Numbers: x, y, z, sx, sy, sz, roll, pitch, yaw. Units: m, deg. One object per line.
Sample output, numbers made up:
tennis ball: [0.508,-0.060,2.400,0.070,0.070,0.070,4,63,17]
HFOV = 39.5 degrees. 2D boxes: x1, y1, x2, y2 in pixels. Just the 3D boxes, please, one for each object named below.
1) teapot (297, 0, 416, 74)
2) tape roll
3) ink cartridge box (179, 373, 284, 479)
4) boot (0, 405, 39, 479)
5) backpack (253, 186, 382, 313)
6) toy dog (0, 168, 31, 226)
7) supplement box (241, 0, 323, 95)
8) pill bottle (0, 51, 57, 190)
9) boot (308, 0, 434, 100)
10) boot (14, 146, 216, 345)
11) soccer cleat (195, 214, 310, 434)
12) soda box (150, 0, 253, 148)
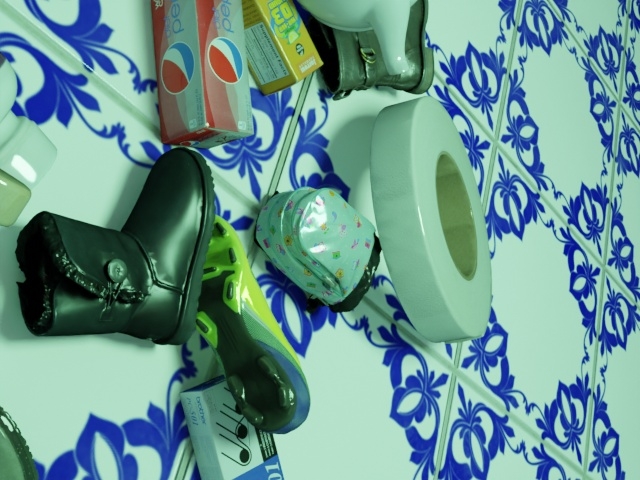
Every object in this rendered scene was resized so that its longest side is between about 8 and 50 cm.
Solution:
teapot: [0.048,-0.396,1.285,0.187,0.253,0.256,91,20,-55]
tape roll: [0.183,-0.031,1.405,0.392,0.072,0.392,43,40,-53]
ink cartridge box: [-0.100,0.271,1.098,0.097,0.046,0.207,-17,94,-49]
boot: [-0.332,0.261,0.798,0.161,0.083,0.246,-32,111,-47]
backpack: [0.000,0.000,1.232,0.182,0.115,0.152,40,55,-33]
toy dog: [-0.383,-0.049,0.634,0.334,0.161,0.220,13,88,-16]
supplement box: [-0.088,-0.325,1.239,0.078,0.080,0.233,-47,118,-43]
pill bottle: [-0.381,-0.151,0.783,0.301,0.169,0.169,52,47,-27]
boot: [0.074,-0.347,1.431,0.229,0.091,0.263,-3,76,-42]
boot: [-0.223,-0.008,0.986,0.207,0.094,0.246,18,74,-50]
soccer cleat: [-0.096,0.103,1.093,0.289,0.093,0.121,65,10,19]
soda box: [-0.154,-0.255,1.132,0.083,0.092,0.263,1,80,-48]
